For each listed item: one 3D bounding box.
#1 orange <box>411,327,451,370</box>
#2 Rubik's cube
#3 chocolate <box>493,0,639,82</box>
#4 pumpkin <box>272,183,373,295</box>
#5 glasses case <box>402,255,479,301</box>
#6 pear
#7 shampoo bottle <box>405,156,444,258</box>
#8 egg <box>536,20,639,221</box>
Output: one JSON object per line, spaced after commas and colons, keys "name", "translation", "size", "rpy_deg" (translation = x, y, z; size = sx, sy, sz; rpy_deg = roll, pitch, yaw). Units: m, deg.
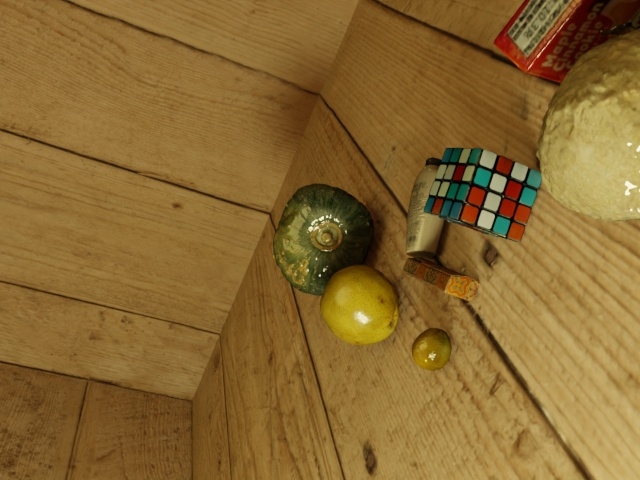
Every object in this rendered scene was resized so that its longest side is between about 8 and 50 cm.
{"name": "orange", "translation": [0.242, 0.233, 1.380], "size": [0.095, 0.085, 0.085], "rpy_deg": [-60, 22, 15]}
{"name": "Rubik's cube", "translation": [0.328, -0.096, 1.306], "size": [0.154, 0.155, 0.151], "rpy_deg": [-157, 84, -70]}
{"name": "chocolate", "translation": [0.459, -0.369, 1.073], "size": [0.237, 0.235, 0.107], "rpy_deg": [-53, 38, 44]}
{"name": "pumpkin", "translation": [0.000, 0.000, 1.934], "size": [0.327, 0.292, 0.257], "rpy_deg": [-59, -5, 0]}
{"name": "glasses case", "translation": [0.268, 0.081, 1.446], "size": [0.049, 0.075, 0.218], "rpy_deg": [-69, 19, 2]}
{"name": "pear", "translation": [0.105, 0.170, 1.642], "size": [0.209, 0.209, 0.208], "rpy_deg": [-163, 90, -71]}
{"name": "shampoo bottle", "translation": [0.265, -0.086, 1.586], "size": [0.127, 0.078, 0.256], "rpy_deg": [-21, 56, 62]}
{"name": "egg", "translation": [0.449, -0.156, 0.879], "size": [0.310, 0.279, 0.279], "rpy_deg": [-36, 39, 41]}
